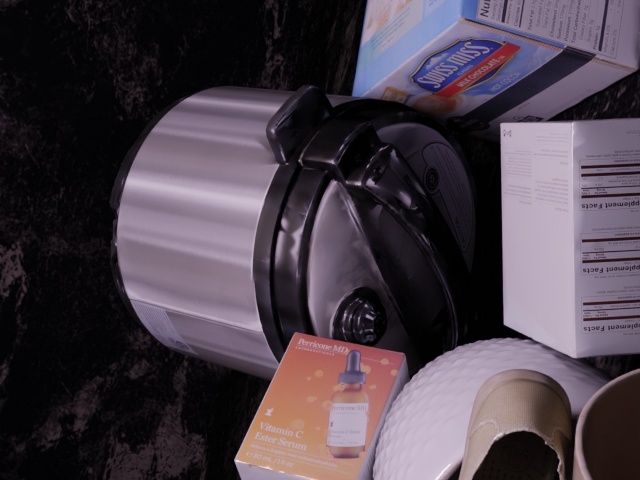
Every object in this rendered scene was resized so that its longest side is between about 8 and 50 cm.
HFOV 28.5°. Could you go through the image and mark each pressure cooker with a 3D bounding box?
[{"bbox_3d":[-0.003,0.005,1.541,0.420,0.369,0.376,11,93,42],"label":"pressure cooker"}]

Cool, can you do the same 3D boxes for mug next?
[{"bbox_3d":[0.193,0.275,1.168,0.328,0.276,0.374,-114,8,-77],"label":"mug"}]

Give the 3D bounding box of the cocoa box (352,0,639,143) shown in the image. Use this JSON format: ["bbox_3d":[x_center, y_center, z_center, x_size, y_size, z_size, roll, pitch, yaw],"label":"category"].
[{"bbox_3d":[0.209,-0.286,1.522,0.347,0.227,0.232,153,128,-69],"label":"cocoa box"}]

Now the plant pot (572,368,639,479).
[{"bbox_3d":[0.284,0.270,0.901,0.256,0.256,0.274,-105,18,-58],"label":"plant pot"}]

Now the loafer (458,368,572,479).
[{"bbox_3d":[0.130,0.231,0.927,0.092,0.101,0.269,-26,-60,-76],"label":"loafer"}]

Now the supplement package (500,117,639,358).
[{"bbox_3d":[0.266,-0.011,1.165,0.194,0.149,0.203,-152,60,-78],"label":"supplement package"}]

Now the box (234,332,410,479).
[{"bbox_3d":[0.008,0.196,1.303,0.091,0.130,0.170,76,-150,-46],"label":"box"}]
